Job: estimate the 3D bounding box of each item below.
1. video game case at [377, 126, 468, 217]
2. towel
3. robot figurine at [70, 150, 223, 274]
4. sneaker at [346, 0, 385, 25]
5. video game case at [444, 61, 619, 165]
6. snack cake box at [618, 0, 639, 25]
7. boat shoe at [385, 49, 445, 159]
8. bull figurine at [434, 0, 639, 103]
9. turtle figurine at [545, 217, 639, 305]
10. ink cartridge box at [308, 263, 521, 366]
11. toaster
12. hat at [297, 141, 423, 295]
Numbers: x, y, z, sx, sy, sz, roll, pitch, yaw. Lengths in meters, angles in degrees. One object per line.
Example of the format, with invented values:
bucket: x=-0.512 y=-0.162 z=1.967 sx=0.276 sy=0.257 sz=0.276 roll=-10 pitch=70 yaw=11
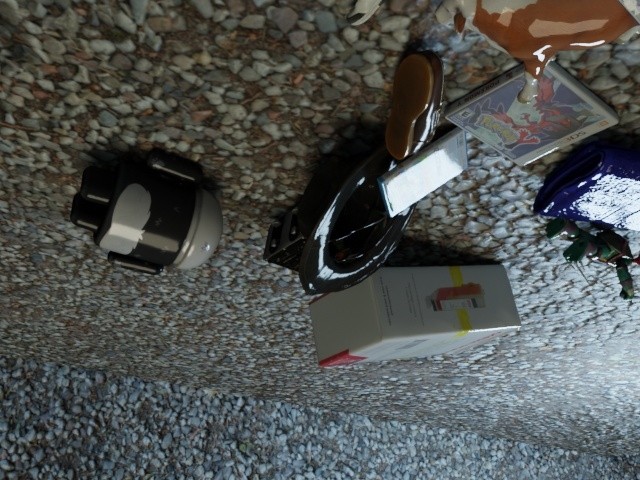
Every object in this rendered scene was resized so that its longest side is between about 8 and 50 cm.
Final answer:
video game case: x=0.176 y=-0.114 z=1.179 sx=0.166 sy=0.015 sz=0.119 roll=-33 pitch=150 yaw=-4
towel: x=0.559 y=-0.089 z=1.218 sx=0.308 sy=0.076 sz=0.227 roll=9 pitch=160 yaw=-11
robot figurine: x=-0.323 y=-0.048 z=1.327 sx=0.278 sy=0.173 sz=0.209 roll=18 pitch=153 yaw=-24
sneaker: x=0.064 y=-0.315 z=0.881 sx=0.044 sy=0.040 sz=0.109 roll=34 pitch=140 yaw=-19
video game case: x=0.328 y=-0.194 z=1.087 sx=0.201 sy=0.023 sz=0.183 roll=24 pitch=148 yaw=-33
snack cake box: x=0.331 y=-0.312 z=0.674 sx=0.264 sy=0.089 sz=0.152 roll=35 pitch=123 yaw=-24
boat shoe: x=0.149 y=-0.208 z=1.047 sx=0.073 sy=0.073 sz=0.207 roll=-28 pitch=157 yaw=-21
bull figurine: x=0.302 y=-0.270 z=0.856 sx=0.310 sy=0.101 sz=0.188 roll=-6 pitch=154 yaw=22
turtle figurine: x=0.565 y=0.032 z=1.410 sx=0.234 sy=0.118 sz=0.175 roll=25 pitch=-172 yaw=-32
ink cartridge box: x=0.210 y=0.170 z=1.585 sx=0.385 sy=0.160 sz=0.279 roll=0 pitch=159 yaw=-30
toaster: x=0.000 y=0.000 z=1.433 sx=0.186 sy=0.110 sz=0.168 roll=20 pitch=150 yaw=-29
hat: x=0.048 y=-0.062 z=1.254 sx=0.134 sy=0.331 sz=0.331 roll=43 pitch=171 yaw=29
